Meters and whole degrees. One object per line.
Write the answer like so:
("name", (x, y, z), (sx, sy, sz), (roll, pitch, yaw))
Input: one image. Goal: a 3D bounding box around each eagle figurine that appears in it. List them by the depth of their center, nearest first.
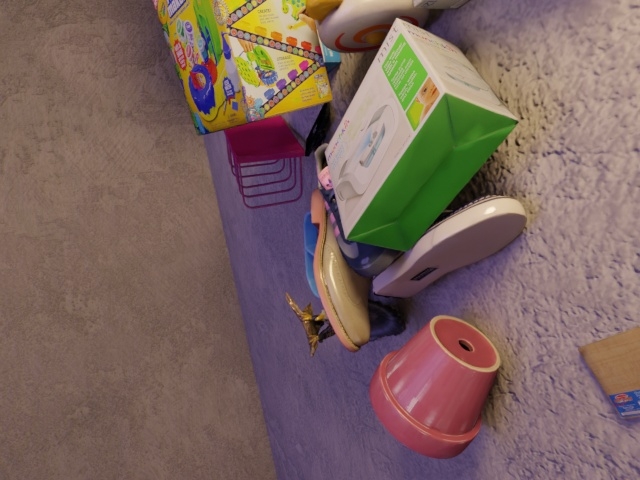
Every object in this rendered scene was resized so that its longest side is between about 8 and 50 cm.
("eagle figurine", (0.067, 0.169, 1.052), (0.226, 0.298, 0.225), (46, -157, -12))

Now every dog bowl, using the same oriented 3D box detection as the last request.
("dog bowl", (0.012, 0.038, 1.205), (0.166, 0.074, 0.297), (35, 131, 58))

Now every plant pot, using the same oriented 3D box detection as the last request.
("plant pot", (0.212, 0.241, 0.732), (0.201, 0.201, 0.180), (52, 130, 45))

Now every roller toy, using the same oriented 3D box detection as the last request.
("roller toy", (0.082, -0.406, 0.693), (0.209, 0.191, 0.146), (-29, -70, -73))

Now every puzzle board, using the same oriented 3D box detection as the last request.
("puzzle board", (0.389, 0.157, 0.496), (0.096, 0.011, 0.128), (67, 154, 22))

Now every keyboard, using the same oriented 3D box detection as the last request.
("keyboard", (-0.001, -0.296, 1.149), (0.192, 0.038, 0.100), (130, 148, -63))

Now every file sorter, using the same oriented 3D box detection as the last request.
("file sorter", (-0.188, -0.256, 1.328), (0.290, 0.202, 0.182), (-119, 24, -49))

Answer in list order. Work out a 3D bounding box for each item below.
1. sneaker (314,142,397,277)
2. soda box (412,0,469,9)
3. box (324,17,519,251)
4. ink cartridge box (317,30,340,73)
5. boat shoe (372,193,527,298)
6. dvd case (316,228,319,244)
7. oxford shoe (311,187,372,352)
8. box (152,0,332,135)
("sneaker", (0.045, -0.068, 0.779), (0.131, 0.112, 0.319), (43, -161, -36))
("soda box", (0.228, -0.395, 0.502), (0.286, 0.091, 0.098), (5, 105, 66))
("box", (0.130, -0.157, 0.644), (0.262, 0.127, 0.231), (123, 149, -41))
("ink cartridge box", (-0.076, -0.447, 1.017), (0.148, 0.203, 0.085), (-1, 100, 66))
("boat shoe", (0.191, -0.024, 0.730), (0.340, 0.127, 0.158), (-43, 44, 51))
("dvd case", (0.000, 0.000, 1.056), (0.119, 0.013, 0.087), (-103, 13, -62))
("oxford shoe", (0.072, 0.034, 0.891), (0.140, 0.147, 0.396), (39, -141, -58))
("box", (-0.156, -0.370, 0.792), (0.290, 0.177, 0.279), (12, 121, 55))
